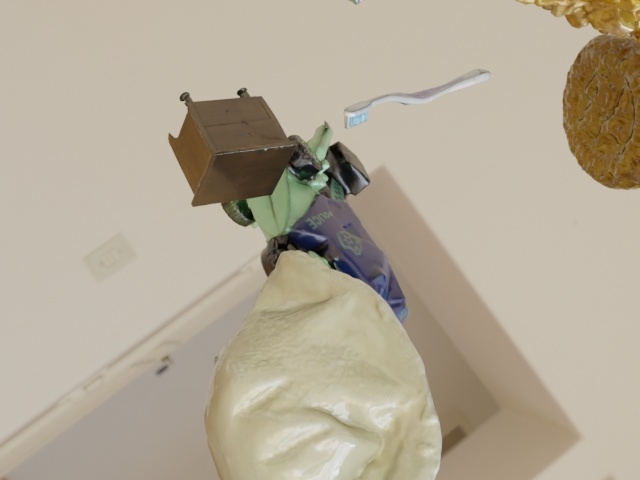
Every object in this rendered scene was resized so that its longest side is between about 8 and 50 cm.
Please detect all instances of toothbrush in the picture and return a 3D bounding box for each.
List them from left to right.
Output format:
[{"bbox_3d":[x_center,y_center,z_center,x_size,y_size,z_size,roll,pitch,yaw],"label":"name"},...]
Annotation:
[{"bbox_3d":[0.061,-0.087,0.488,0.011,0.131,0.013,35,-48,34],"label":"toothbrush"}]

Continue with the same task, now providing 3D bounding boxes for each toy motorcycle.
[{"bbox_3d":[0.000,0.000,0.863,0.196,0.125,0.331,44,18,-29],"label":"toy motorcycle"}]

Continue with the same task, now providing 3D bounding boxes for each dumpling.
[{"bbox_3d":[0.003,0.108,0.490,0.155,0.111,0.181,9,-65,34],"label":"dumpling"}]

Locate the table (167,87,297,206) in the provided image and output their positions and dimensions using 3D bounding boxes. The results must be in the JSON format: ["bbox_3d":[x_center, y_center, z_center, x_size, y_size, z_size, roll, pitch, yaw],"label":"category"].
[{"bbox_3d":[-0.085,-0.088,0.739,0.082,0.083,0.070,59,-38,25],"label":"table"}]

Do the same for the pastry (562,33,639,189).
[{"bbox_3d":[0.362,-0.146,0.933,0.188,0.103,0.189,172,-90,-73],"label":"pastry"}]

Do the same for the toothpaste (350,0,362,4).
[{"bbox_3d":[-0.008,-0.258,0.608,0.043,0.037,0.178,38,-11,47],"label":"toothpaste"}]

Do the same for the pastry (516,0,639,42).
[{"bbox_3d":[0.251,-0.245,0.711,0.249,0.154,0.102,18,-47,4],"label":"pastry"}]
